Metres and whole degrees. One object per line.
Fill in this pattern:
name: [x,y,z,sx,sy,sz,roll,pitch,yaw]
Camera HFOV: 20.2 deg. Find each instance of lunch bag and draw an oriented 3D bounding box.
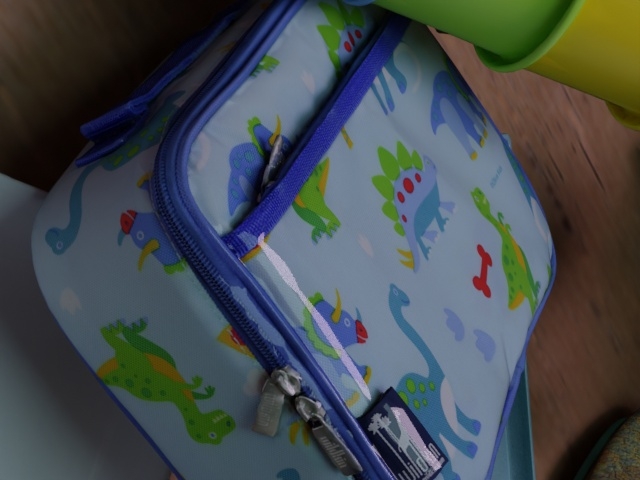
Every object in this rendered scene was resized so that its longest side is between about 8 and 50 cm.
lunch bag: [0.000,0.000,0.649,0.176,0.090,0.219,54,32,-14]

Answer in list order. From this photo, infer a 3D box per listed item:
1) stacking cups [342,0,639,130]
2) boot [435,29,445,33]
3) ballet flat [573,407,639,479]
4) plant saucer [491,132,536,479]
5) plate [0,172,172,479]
stacking cups: [-0.002,-0.123,0.612,0.316,0.096,0.096,15,80,-23]
boot: [0.020,-0.189,0.710,0.283,0.109,0.220,-24,107,-57]
ballet flat: [0.140,0.231,0.852,0.348,0.123,0.123,-57,130,-29]
plant saucer: [0.071,0.049,0.837,0.067,0.018,0.192,-15,103,-46]
plate: [-0.168,0.098,0.556,0.278,0.045,0.277,26,73,-46]
